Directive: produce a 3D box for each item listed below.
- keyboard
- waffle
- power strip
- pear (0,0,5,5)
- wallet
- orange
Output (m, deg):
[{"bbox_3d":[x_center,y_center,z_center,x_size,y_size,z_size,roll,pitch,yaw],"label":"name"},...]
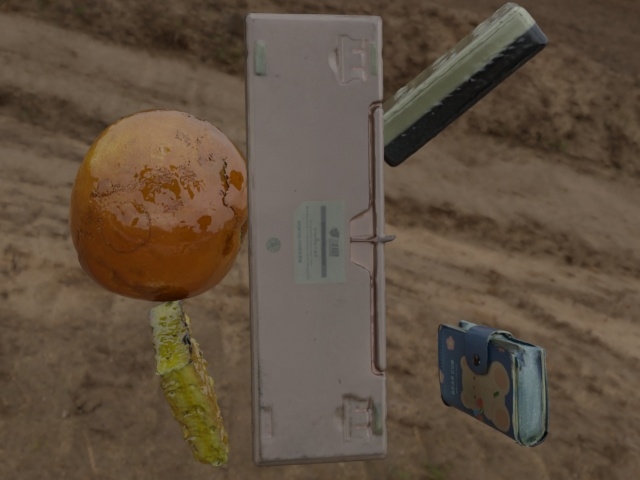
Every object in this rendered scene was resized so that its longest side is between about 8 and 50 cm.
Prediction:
[{"bbox_3d":[0.000,0.000,0.358,0.055,0.165,0.017,-1,3,-9],"label":"keyboard"},{"bbox_3d":[-0.170,0.203,1.281,0.055,0.210,0.160,-19,32,-4],"label":"waffle"},{"bbox_3d":[0.161,-0.194,1.205,0.070,0.257,0.105,48,15,-9],"label":"power strip"},{"bbox_3d":[-0.257,-0.263,0.434,0.352,0.352,0.413,1,43,-34],"label":"pear"},{"bbox_3d":[0.235,0.188,1.322,0.059,0.141,0.202,-9,10,-21],"label":"wallet"},{"bbox_3d":[-0.191,-0.042,1.175,0.240,0.240,0.240,15,23,-7],"label":"orange"}]
